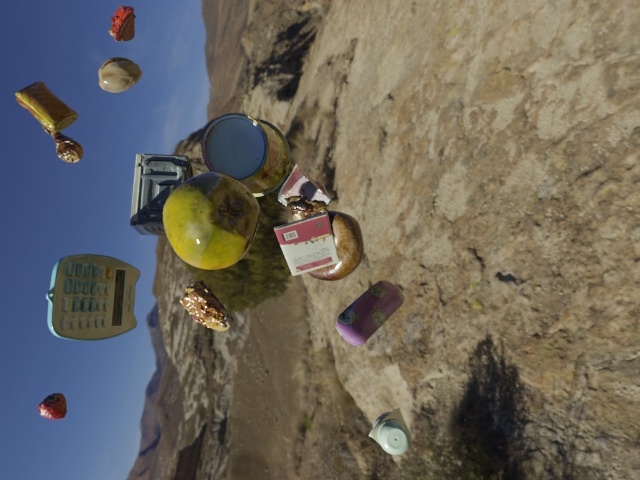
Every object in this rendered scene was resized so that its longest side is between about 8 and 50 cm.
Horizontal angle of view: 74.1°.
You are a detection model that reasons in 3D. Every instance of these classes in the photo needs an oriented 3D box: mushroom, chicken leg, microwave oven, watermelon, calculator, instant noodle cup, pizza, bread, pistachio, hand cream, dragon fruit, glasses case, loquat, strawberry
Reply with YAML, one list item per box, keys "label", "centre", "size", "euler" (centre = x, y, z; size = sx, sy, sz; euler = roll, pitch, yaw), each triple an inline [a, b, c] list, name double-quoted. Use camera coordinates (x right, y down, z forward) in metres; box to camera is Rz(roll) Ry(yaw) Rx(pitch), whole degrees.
- label: "mushroom"
  centre: [0.021, 0.004, 1.784]
  size: [0.356, 0.332, 0.333]
  euler: [14, -92, -69]
- label: "chicken leg"
  centre: [-1.132, -0.435, 1.858]
  size: [0.107, 0.251, 0.087]
  euler: [-42, -14, -6]
- label: "microwave oven"
  centre: [-0.503, -0.146, 1.387]
  size: [0.145, 0.194, 0.240]
  euler: [110, 160, -75]
- label: "watermelon"
  centre: [-0.081, -0.260, 2.096]
  size: [0.260, 0.257, 0.175]
  euler: [-100, 11, -65]
- label: "calculator"
  centre: [-0.675, 0.171, 1.276]
  size: [0.386, 0.055, 0.255]
  euler: [52, -142, -78]
- label: "instant noodle cup"
  centre: [-0.292, -0.334, 1.620]
  size: [0.254, 0.326, 0.325]
  euler: [-15, -61, -85]
- label: "pizza"
  centre: [-0.592, 0.338, 2.156]
  size: [0.114, 0.409, 0.277]
  euler: [-41, -42, -38]
- label: "bread"
  centre: [-1.034, -0.502, 1.604]
  size: [0.103, 0.172, 0.132]
  euler: [-34, 19, 45]
- label: "pistachio"
  centre: [-0.710, -0.586, 1.499]
  size: [0.113, 0.149, 0.113]
  euler: [50, 153, 38]
- label: "hand cream"
  centre: [0.222, 0.602, 1.350]
  size: [0.147, 0.093, 0.306]
  euler: [-40, -13, -8]
- label: "dragon fruit"
  centre: [-0.803, -0.865, 1.691]
  size: [0.106, 0.083, 0.162]
  euler: [-58, 14, -26]
- label: "glasses case"
  centre: [0.175, 0.241, 1.462]
  size: [0.316, 0.123, 0.075]
  euler: [-33, -21, -41]
- label: "loquat"
  centre: [-0.247, -0.041, 0.936]
  size: [0.246, 0.214, 0.213]
  euler: [-13, 63, 51]
- label: "strawberry"
  centre: [-0.893, 0.561, 1.425]
  size: [0.083, 0.083, 0.096]
  euler: [-102, -13, -60]

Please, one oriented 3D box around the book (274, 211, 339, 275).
- label: "book"
  centre: [-0.036, 0.016, 1.309]
  size: [0.231, 0.163, 0.022]
  euler: [73, -179, -49]
